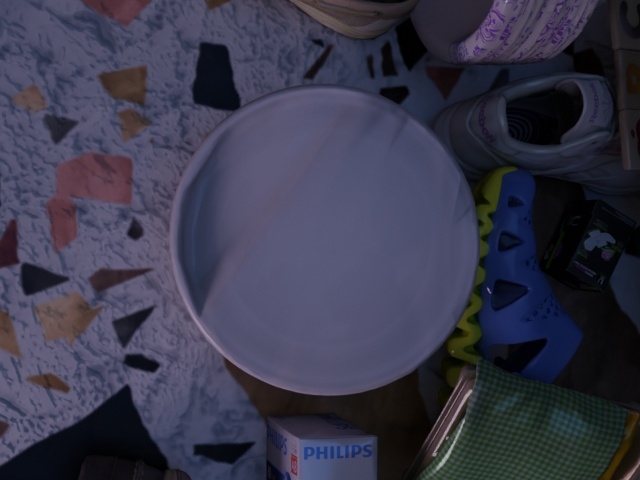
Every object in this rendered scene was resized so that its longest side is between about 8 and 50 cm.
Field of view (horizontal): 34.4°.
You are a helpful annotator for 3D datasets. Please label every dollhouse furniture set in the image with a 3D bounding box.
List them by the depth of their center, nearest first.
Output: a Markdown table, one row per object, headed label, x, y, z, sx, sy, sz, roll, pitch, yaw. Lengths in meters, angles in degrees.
| label | x | y | z | sx | sy | sz | roll | pitch | yaw |
| --- | --- | --- | --- | --- | --- | --- | --- | --- | --- |
| dollhouse furniture set | 0.173 | 0.281 | 0.927 | 0.198 | 0.151 | 0.301 | 14 | 119 | -17 |

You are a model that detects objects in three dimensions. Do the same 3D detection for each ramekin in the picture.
| label | x | y | z | sx | sy | sz | roll | pitch | yaw |
| --- | --- | --- | --- | --- | --- | --- | --- | --- | --- |
| ramekin | 0.000 | 0.000 | 0.946 | 0.273 | 0.127 | 0.272 | 0 | 89 | -5 |

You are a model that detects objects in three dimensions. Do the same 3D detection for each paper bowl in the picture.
| label | x | y | z | sx | sy | sz | roll | pitch | yaw |
| --- | --- | --- | --- | --- | --- | --- | --- | --- | --- |
| paper bowl | 0.183 | -0.303 | 0.938 | 0.148 | 0.284 | 0.284 | -5 | 91 | -17 |

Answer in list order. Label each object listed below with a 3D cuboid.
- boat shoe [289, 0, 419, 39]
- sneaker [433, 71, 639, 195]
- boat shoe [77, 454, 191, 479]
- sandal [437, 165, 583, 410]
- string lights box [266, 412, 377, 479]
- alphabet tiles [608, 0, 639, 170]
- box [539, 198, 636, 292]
| label | x | y | z | sx | sy | sz | roll | pitch | yaw |
| --- | --- | --- | --- | --- | --- | --- | --- | --- | --- |
| boat shoe | -0.047 | -0.284 | 0.968 | 0.302 | 0.098 | 0.109 | 24 | 83 | -14 |
| sneaker | 0.275 | -0.107 | 1.029 | 0.305 | 0.152 | 0.114 | -6 | 83 | -17 |
| boat shoe | -0.232 | 0.354 | 0.908 | 0.130 | 0.132 | 0.355 | 25 | 74 | -4 |
| sandal | 0.189 | 0.086 | 1.005 | 0.138 | 0.126 | 0.317 | 3 | 100 | 4 |
| string lights box | -0.001 | 0.299 | 0.957 | 0.077 | 0.133 | 0.259 | 0 | 89 | -15 |
| alphabet tiles | 0.409 | -0.158 | 1.070 | 0.343 | 0.011 | 0.285 | -3 | 89 | -39 |
| box | 0.277 | 0.006 | 1.076 | 0.052 | 0.062 | 0.083 | 31 | 81 | -15 |
